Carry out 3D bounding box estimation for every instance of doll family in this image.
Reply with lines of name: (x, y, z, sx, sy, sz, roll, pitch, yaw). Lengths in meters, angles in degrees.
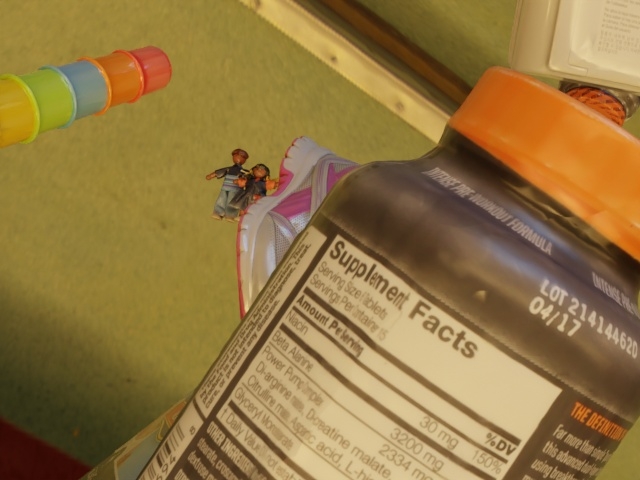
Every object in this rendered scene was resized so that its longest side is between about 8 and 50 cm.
doll family: (-0.076, -0.072, 1.737, 0.193, 0.076, 0.111, 12, 84, 1)

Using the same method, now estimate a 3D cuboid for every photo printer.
photo printer: (0.366, -0.335, 1.434, 0.256, 0.107, 0.307, 5, 98, -26)

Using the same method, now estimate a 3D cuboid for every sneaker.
sneaker: (0.000, 0.000, 1.033, 0.111, 0.252, 0.103, 11, 132, 14)

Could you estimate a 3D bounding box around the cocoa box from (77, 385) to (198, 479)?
cocoa box: (-0.007, 0.266, 0.741, 0.228, 0.231, 0.347, -39, 95, -9)

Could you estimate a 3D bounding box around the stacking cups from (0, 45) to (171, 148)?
stacking cups: (-0.318, -0.189, 1.552, 0.096, 0.316, 0.096, 18, 119, 37)

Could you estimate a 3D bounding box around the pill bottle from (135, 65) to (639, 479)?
pill bottle: (0.027, 0.064, 0.410, 0.130, 0.130, 0.245, 34, 93, -15)

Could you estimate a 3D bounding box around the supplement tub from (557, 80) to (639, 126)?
supplement tub: (0.406, -0.243, 1.682, 0.117, 0.117, 0.190, 32, 64, -15)
